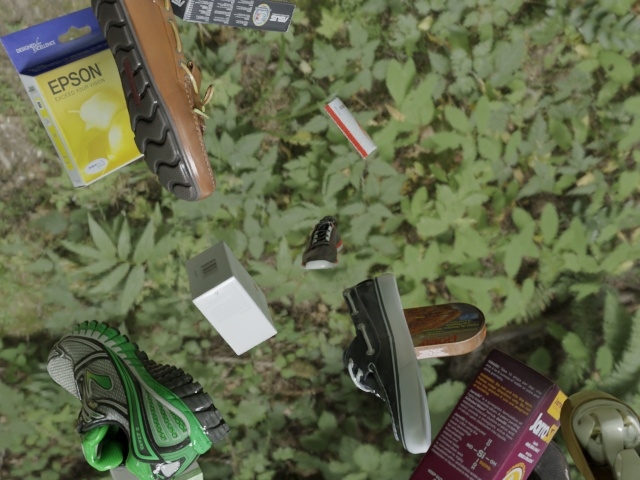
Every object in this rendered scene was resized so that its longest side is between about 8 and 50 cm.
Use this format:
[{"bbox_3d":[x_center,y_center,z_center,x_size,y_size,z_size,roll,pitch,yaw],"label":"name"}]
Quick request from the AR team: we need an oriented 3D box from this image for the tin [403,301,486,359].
[{"bbox_3d":[0.192,0.159,1.299,0.190,0.106,0.040,-8,119,13],"label":"tin"}]

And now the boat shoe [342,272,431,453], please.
[{"bbox_3d":[0.083,0.168,1.041,0.102,0.301,0.108,-15,134,5],"label":"boat shoe"}]

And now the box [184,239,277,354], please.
[{"bbox_3d":[-0.173,0.110,1.437,0.091,0.130,0.170,-30,126,3],"label":"box"}]

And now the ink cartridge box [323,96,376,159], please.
[{"bbox_3d":[0.066,-0.248,1.631,0.045,0.145,0.179,-38,-174,6],"label":"ink cartridge box"}]

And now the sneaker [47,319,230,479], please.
[{"bbox_3d":[-0.284,0.214,1.005,0.146,0.343,0.134,-40,127,-31],"label":"sneaker"}]

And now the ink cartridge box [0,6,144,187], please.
[{"bbox_3d":[-0.428,-0.307,1.494,0.303,0.072,0.307,-38,117,-39],"label":"ink cartridge box"}]

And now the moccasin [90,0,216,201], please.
[{"bbox_3d":[-0.245,-0.249,1.210,0.147,0.380,0.139,-19,175,-39],"label":"moccasin"}]

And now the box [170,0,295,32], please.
[{"bbox_3d":[-0.215,-0.473,1.419,0.270,0.216,0.060,-13,133,-50],"label":"box"}]

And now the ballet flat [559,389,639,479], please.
[{"bbox_3d":[0.265,0.191,0.646,0.080,0.232,0.073,-14,119,5],"label":"ballet flat"}]

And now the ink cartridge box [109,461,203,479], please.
[{"bbox_3d":[-0.384,0.472,1.650,0.171,0.235,0.056,-19,137,-24],"label":"ink cartridge box"}]

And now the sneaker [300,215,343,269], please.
[{"bbox_3d":[0.000,0.000,1.183,0.061,0.158,0.065,-3,107,7],"label":"sneaker"}]

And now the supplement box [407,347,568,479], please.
[{"bbox_3d":[0.189,0.227,0.827,0.188,0.081,0.104,-56,143,-4],"label":"supplement box"}]

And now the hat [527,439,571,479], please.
[{"bbox_3d":[0.321,0.461,1.236,0.331,0.331,0.134,-7,-174,-18],"label":"hat"}]
